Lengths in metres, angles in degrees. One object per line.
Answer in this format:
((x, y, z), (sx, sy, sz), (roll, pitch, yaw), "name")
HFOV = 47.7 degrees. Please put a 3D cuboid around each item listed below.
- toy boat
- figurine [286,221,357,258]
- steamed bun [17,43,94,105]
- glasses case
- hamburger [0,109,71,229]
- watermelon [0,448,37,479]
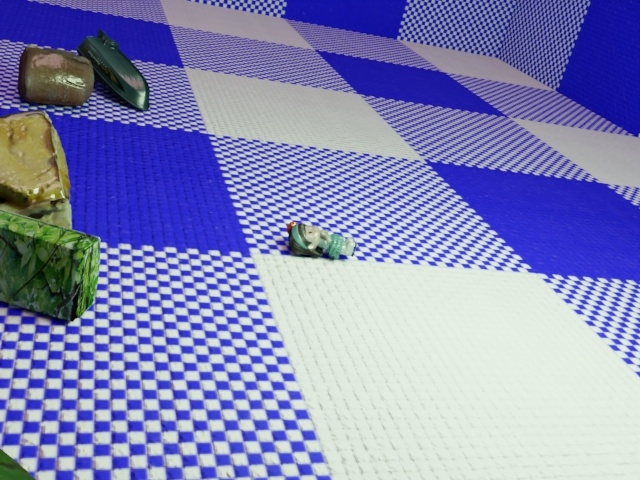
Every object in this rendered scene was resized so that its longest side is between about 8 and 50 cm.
((-0.440, -0.352, 1.566), (0.246, 0.103, 0.093), (47, 25, 28), "toy boat")
((0.000, 0.000, 1.101), (0.106, 0.047, 0.060), (11, 34, -11), "figurine")
((-0.527, -0.334, 1.445), (0.145, 0.106, 0.175), (1, 26, -26), "steamed bun")
((-0.392, 0.006, 0.830), (0.272, 0.095, 0.062), (16, 21, 4), "glasses case")
((-0.403, -0.060, 0.960), (0.155, 0.135, 0.207), (-18, 52, -24), "hamburger")
((-0.240, 0.205, 0.235), (0.364, 0.363, 0.363), (11, 25, -6), "watermelon")
